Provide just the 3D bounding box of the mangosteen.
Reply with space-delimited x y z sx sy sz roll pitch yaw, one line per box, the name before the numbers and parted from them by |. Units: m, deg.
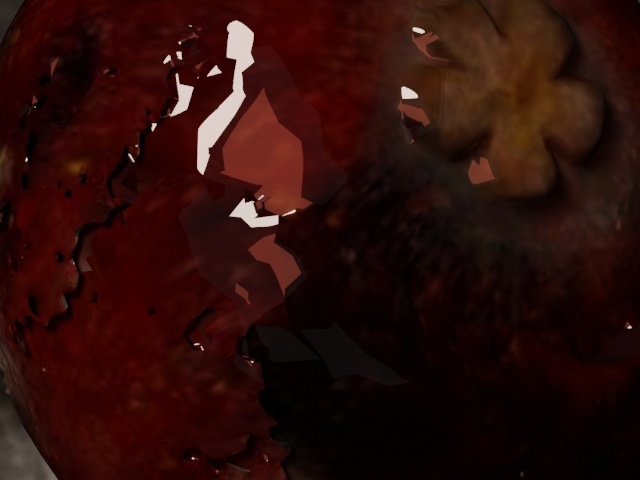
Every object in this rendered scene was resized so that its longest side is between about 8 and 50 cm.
mangosteen | 0.000 0.000 0.398 0.166 0.180 0.166 3 81 -17
